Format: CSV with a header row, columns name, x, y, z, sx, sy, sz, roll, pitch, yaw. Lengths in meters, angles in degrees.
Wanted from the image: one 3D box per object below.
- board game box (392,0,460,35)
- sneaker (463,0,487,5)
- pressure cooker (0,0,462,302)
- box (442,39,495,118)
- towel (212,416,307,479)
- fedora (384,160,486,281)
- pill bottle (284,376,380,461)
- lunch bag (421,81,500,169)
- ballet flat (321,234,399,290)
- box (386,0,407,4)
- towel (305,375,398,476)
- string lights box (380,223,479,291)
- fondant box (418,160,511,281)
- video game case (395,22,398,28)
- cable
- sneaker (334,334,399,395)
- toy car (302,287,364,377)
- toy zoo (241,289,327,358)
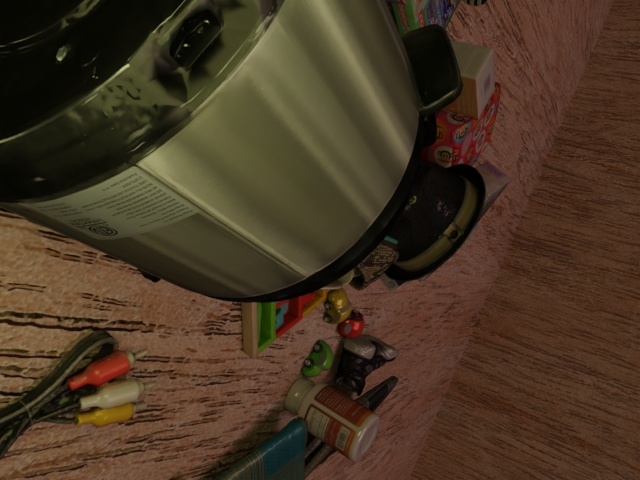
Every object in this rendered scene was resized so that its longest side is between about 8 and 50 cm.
name,x,y,z,sx,sy,sz,roll,pitch,yaw
board game box,0.203,-0.525,1.068,0.214,0.046,0.317,-62,151,-17
sneaker,0.397,-0.697,1.248,0.162,0.106,0.282,-46,156,-43
pressure cooker,-0.100,-0.132,0.534,0.376,0.369,0.420,-59,147,-6
box,0.289,-0.365,1.220,0.091,0.170,0.130,-59,151,-15
towel,-0.177,0.582,1.234,0.370,0.040,0.272,-25,131,-37
fedora,0.224,-0.073,1.311,0.152,0.334,0.334,35,78,-25
pill bottle,0.024,0.420,1.313,0.121,0.216,0.121,-39,142,-39
lunch bag,0.382,-0.278,1.497,0.293,0.120,0.258,-47,147,-33
ballet flat,0.000,0.000,0.999,0.182,0.164,0.482,-58,146,-1
box,0.046,-0.458,0.785,0.256,0.128,0.123,7,105,-60
towel,0.065,0.532,1.568,0.324,0.056,0.312,-56,158,23
string lights box,0.279,0.024,1.436,0.259,0.077,0.133,-39,174,31
fondant box,0.387,-0.056,1.578,0.238,0.096,0.330,-26,154,-54
video game case,0.122,-0.362,1.105,0.166,0.015,0.119,-41,142,-38
cable,-0.341,0.212,0.693,0.287,0.072,0.140,-21,123,-52
sneaker,0.124,0.356,1.564,0.268,0.101,0.153,21,93,-56
toy car,0.034,0.250,1.373,0.225,0.053,0.239,-58,150,-15
toy zoo,-0.052,0.088,1.130,0.293,0.030,0.193,-34,138,-44
